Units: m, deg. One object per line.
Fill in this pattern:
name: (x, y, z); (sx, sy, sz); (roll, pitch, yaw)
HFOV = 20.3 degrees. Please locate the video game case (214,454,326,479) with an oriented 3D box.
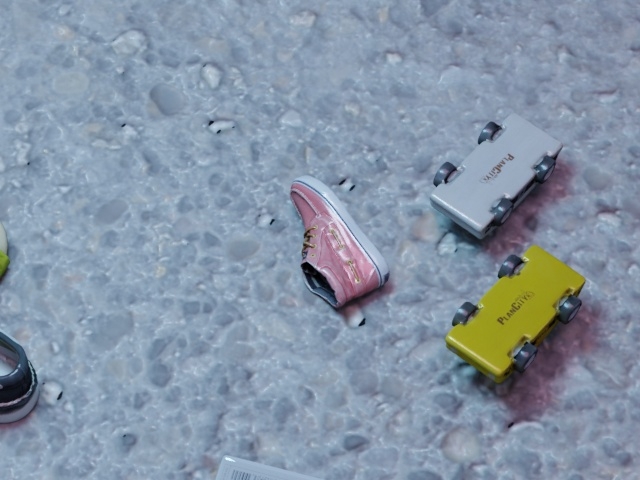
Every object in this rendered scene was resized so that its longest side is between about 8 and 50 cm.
video game case: (-0.027, 0.353, 1.946); (0.227, 0.026, 0.206); (14, 56, 6)

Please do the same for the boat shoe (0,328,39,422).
boat shoe: (-0.462, 0.111, 2.049); (0.302, 0.091, 0.114); (16, 57, 8)

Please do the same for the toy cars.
toy cars: (0.218, 0.016, 2.153); (0.176, 0.087, 0.394); (2, 53, -7)

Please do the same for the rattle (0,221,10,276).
rattle: (-0.461, -0.034, 2.124); (0.130, 0.143, 0.200); (-34, 68, -2)

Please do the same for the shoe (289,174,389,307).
shoe: (0.000, 0.000, 2.160); (0.081, 0.063, 0.178); (-29, 66, -26)
